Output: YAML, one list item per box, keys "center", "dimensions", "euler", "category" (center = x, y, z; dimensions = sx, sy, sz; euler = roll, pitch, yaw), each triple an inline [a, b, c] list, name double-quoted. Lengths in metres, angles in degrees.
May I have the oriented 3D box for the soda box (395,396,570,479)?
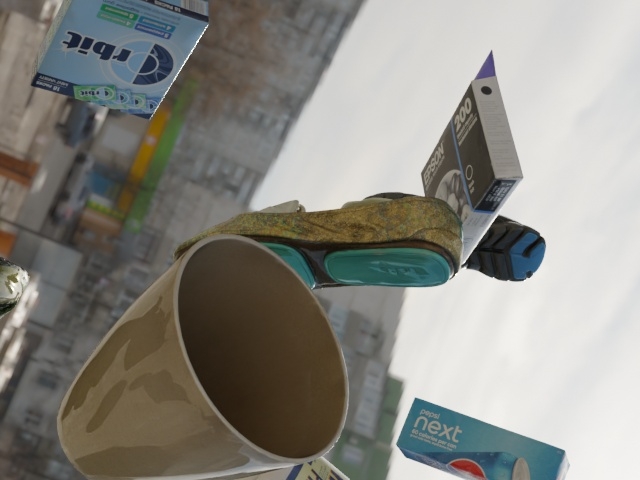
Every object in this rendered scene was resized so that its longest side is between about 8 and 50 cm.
- center: [0.210, 0.276, 1.549]
  dimensions: [0.071, 0.210, 0.067]
  euler: [-65, 154, -17]
  category: "soda box"

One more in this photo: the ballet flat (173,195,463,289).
- center: [0.000, 0.000, 1.427]
  dimensions: [0.123, 0.349, 0.123]
  euler: [-2, 90, -73]
  category: "ballet flat"

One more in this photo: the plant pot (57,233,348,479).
- center: [-0.155, 0.167, 1.313]
  dimensions: [0.274, 0.256, 0.256]
  euler: [-31, -151, 31]
  category: "plant pot"

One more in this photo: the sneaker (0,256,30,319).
- center: [-0.470, 0.127, 1.467]
  dimensions: [0.410, 0.158, 0.182]
  euler: [136, -32, -56]
  category: "sneaker"

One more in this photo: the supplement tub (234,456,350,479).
- center: [-0.015, 0.520, 2.116]
  dimensions: [0.235, 0.325, 0.235]
  euler: [-48, -172, 9]
  category: "supplement tub"

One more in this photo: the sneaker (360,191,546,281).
- center: [0.195, -0.006, 1.961]
  dimensions: [0.140, 0.341, 0.125]
  euler: [36, -70, 64]
  category: "sneaker"

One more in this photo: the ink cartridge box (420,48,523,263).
- center: [0.187, -0.107, 1.559]
  dimensions: [0.206, 0.045, 0.208]
  euler: [116, -27, -53]
  category: "ink cartridge box"

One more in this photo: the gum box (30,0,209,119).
- center: [-0.242, -0.235, 1.434]
  dimensions: [0.184, 0.157, 0.041]
  euler: [-50, -144, 43]
  category: "gum box"
